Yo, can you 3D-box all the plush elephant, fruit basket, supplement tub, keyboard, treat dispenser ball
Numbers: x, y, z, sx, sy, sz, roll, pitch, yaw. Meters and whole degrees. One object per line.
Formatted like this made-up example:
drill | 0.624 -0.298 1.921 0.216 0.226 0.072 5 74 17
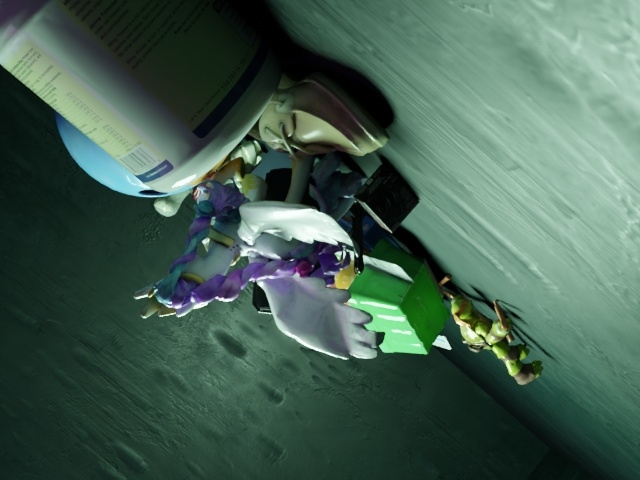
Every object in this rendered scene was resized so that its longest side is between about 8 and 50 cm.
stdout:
plush elephant | -0.304 -0.195 2.087 0.272 0.329 0.255 28 160 -30
fruit basket | 0.091 0.092 1.443 0.353 0.165 0.327 23 156 43
supplement tub | -0.231 -0.239 0.785 0.325 0.235 0.235 43 176 -26
keyboard | -0.009 -0.003 1.193 0.202 0.317 0.033 3 144 -1
treat dispenser ball | -0.270 -0.213 1.073 0.288 0.288 0.288 41 176 3

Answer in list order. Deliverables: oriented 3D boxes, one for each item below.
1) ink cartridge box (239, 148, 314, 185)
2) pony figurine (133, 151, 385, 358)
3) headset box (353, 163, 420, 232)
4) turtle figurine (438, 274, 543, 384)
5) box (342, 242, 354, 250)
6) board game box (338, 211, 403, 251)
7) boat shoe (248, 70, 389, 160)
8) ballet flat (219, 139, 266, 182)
ink cartridge box | -0.069 -0.106 1.507 0.127 0.128 0.176 40 175 23
pony figurine | -0.065 0.002 1.026 0.351 0.363 0.302 6 133 21
headset box | 0.096 -0.056 0.952 0.083 0.062 0.032 45 175 -34
turtle figurine | 0.314 0.177 1.252 0.217 0.087 0.269 42 176 -17
box | 0.000 0.000 1.687 0.130 0.091 0.170 44 174 -28
board game box | 0.114 0.000 1.512 0.160 0.047 0.210 36 173 48
boat shoe | -0.022 -0.143 0.839 0.109 0.098 0.302 43 176 -32
ballet flat | -0.149 -0.182 1.722 0.342 0.116 0.124 38 155 36
